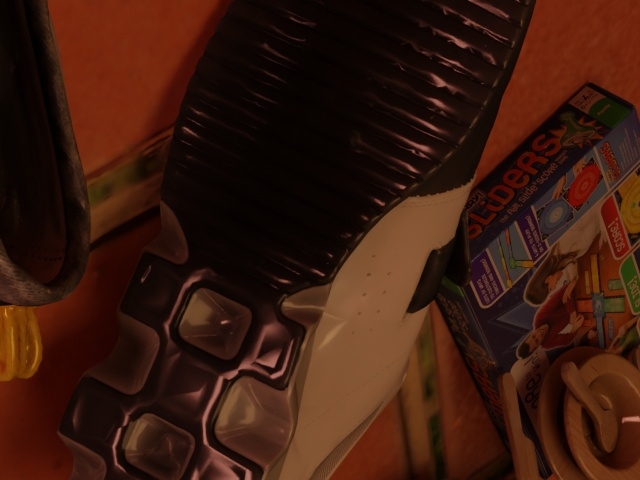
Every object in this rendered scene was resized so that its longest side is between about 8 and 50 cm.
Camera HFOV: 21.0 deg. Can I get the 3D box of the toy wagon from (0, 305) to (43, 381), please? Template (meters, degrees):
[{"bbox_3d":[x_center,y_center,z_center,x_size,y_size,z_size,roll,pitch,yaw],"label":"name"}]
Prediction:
[{"bbox_3d":[-0.232,0.051,0.548,0.344,0.068,0.267,-19,118,-51],"label":"toy wagon"}]

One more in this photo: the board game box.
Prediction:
[{"bbox_3d":[0.136,0.028,0.951,0.136,0.035,0.201,-42,138,-14],"label":"board game box"}]

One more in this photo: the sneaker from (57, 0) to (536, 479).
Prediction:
[{"bbox_3d":[0.000,0.000,0.757,0.330,0.122,0.146,-61,158,6],"label":"sneaker"}]

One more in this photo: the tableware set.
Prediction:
[{"bbox_3d":[0.166,0.151,0.925,0.128,0.039,0.194,-7,84,-41],"label":"tableware set"}]

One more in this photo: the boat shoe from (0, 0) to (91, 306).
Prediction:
[{"bbox_3d":[-0.129,-0.120,0.487,0.113,0.105,0.306,-31,121,-53],"label":"boat shoe"}]

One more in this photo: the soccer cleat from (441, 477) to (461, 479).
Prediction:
[{"bbox_3d":[0.032,0.209,0.938,0.331,0.116,0.143,-5,78,-26],"label":"soccer cleat"}]
